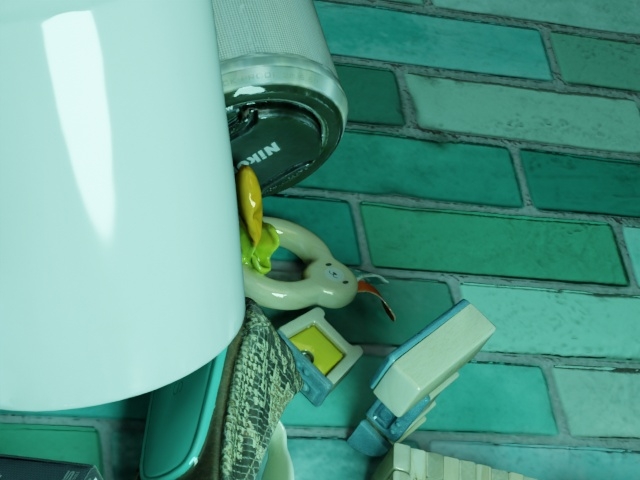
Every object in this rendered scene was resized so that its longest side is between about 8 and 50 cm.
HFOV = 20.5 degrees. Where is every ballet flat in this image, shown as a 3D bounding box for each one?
[{"bbox_3d":[-0.108,0.259,1.563,0.182,0.164,0.483,47,41,-24],"label":"ballet flat"}]

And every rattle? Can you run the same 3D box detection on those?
[{"bbox_3d":[0.000,0.000,1.809,0.200,0.142,0.130,17,22,-2],"label":"rattle"}]

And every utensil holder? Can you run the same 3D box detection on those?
[{"bbox_3d":[-0.238,-0.090,1.537,0.328,0.385,0.327,-5,24,2],"label":"utensil holder"}]

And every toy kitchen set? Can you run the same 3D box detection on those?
[{"bbox_3d":[0.034,0.109,1.693,0.166,0.207,0.122,45,49,12],"label":"toy kitchen set"}]

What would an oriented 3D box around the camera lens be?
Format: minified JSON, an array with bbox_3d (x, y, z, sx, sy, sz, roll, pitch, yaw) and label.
[{"bbox_3d":[-0.103,-0.192,1.852,0.219,0.219,0.274,-1,56,-25],"label":"camera lens"}]

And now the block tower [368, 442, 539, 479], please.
[{"bbox_3d":[0.211,0.291,1.715,0.335,0.097,0.091,14,50,-12],"label":"block tower"}]

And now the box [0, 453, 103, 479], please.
[{"bbox_3d":[-0.301,0.274,1.445,0.183,0.059,0.232,1,39,31],"label":"box"}]
